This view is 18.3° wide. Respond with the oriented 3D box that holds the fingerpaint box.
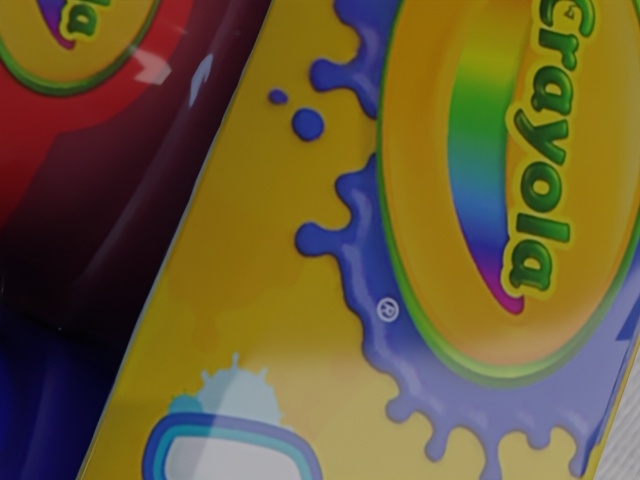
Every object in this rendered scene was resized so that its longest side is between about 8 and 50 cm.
[{"bbox_3d":[-0.145,0.060,0.464,0.371,0.163,0.445,26,75,-15],"label":"fingerpaint box"}]
